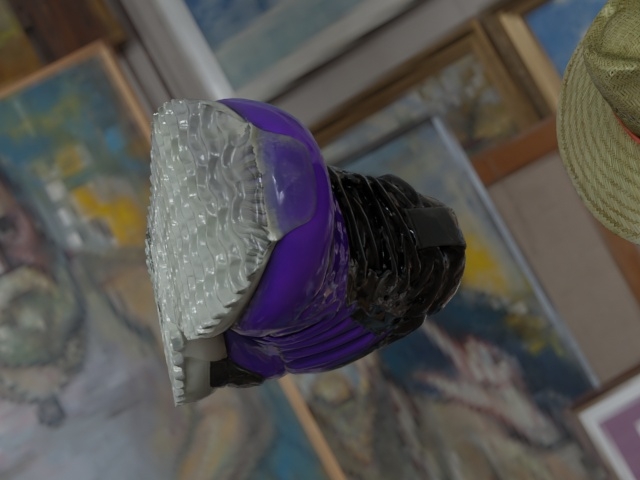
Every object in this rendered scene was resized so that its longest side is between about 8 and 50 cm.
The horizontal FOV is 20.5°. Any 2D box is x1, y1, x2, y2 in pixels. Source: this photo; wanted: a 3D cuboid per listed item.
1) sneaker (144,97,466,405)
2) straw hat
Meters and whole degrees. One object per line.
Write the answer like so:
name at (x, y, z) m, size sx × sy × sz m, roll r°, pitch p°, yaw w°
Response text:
sneaker at (0.000, -0.001, 0.811) m, size 0.146 × 0.102 × 0.293 m, roll -8°, pitch -12°, yaw -10°
straw hat at (0.140, -0.071, 0.710) m, size 0.144 × 0.144 × 0.061 m, roll -31°, pitch -40°, yaw 23°
